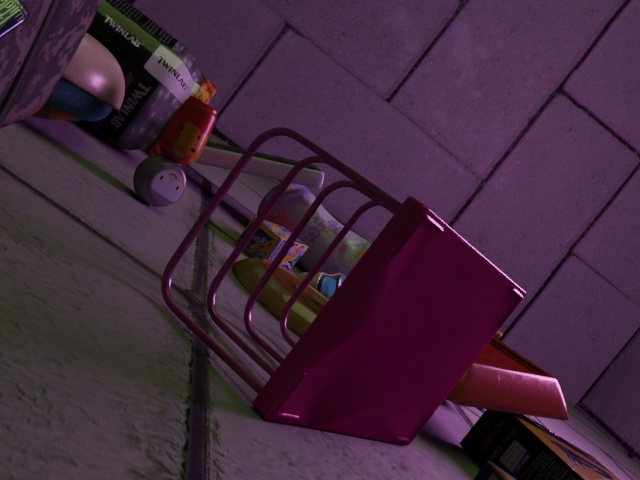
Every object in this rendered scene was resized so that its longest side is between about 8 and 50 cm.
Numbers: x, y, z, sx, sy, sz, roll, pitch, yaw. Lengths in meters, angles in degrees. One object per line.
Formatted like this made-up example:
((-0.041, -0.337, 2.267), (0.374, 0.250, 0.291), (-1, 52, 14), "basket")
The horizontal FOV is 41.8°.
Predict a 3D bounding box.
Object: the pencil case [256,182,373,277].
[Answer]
((0.000, 0.000, 1.558), (0.273, 0.124, 0.113), (39, 18, 32), "pencil case")

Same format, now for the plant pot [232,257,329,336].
((-0.013, 0.092, 1.111), (0.236, 0.032, 0.236), (38, 5, -4), "plant pot")

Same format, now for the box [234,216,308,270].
((-0.075, 0.007, 1.341), (0.059, 0.054, 0.169), (39, 4, 13), "box")

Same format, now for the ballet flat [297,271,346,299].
((0.006, 0.073, 1.337), (0.052, 0.057, 0.168), (9, -9, 22), "ballet flat")

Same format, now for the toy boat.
((-0.295, -0.175, 1.073), (0.318, 0.148, 0.267), (30, 0, -2), "toy boat")

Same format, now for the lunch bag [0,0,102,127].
((-0.345, -0.218, 0.641), (0.305, 0.212, 0.256), (37, 21, -3), "lunch bag")

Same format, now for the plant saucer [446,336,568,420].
((0.179, 0.144, 1.121), (0.258, 0.047, 0.259), (17, 13, -41), "plant saucer")

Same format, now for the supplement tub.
((-0.330, -0.274, 1.299), (0.316, 0.193, 0.193), (36, 5, -14), "supplement tub")

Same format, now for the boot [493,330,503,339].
((0.231, 0.111, 1.642), (0.280, 0.264, 0.096), (39, 33, 22), "boot")

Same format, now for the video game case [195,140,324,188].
((-0.161, -0.159, 1.637), (0.329, 0.036, 0.300), (12, 7, -4), "video game case")

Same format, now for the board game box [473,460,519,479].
((0.237, 0.305, 0.734), (0.194, 0.060, 0.194), (37, 4, -27), "board game box")

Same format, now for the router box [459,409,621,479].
((0.352, 0.345, 1.079), (0.309, 0.081, 0.243), (33, 6, -42), "router box")

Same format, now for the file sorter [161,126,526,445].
((0.027, 0.048, 0.795), (0.182, 0.202, 0.291), (39, 4, 32), "file sorter")
